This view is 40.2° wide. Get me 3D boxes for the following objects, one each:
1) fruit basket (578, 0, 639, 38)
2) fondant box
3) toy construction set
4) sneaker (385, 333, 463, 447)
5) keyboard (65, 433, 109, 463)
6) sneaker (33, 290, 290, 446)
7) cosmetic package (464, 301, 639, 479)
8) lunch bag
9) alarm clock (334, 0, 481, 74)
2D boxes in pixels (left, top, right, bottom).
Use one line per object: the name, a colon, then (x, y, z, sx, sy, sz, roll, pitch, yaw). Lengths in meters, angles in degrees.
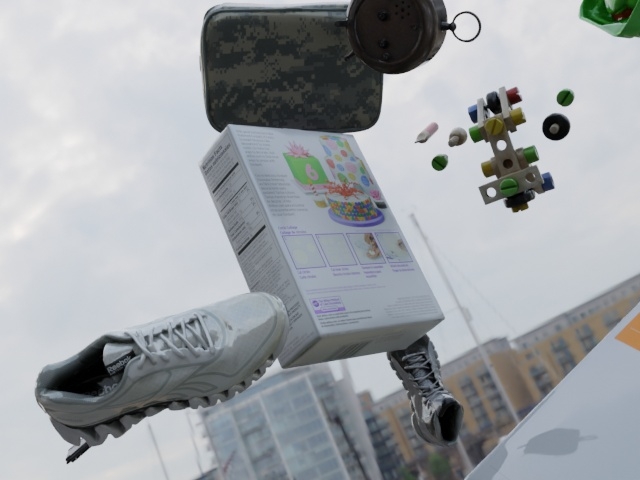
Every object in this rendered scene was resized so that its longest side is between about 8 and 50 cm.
fruit basket: (0.542, -0.534, 1.472, 0.392, 0.392, 0.283, -26, 22, 9)
fondant box: (0.000, 0.000, 1.214, 0.238, 0.330, 0.096, -2, -31, -42)
toy construction set: (0.345, -0.181, 1.799, 0.309, 0.257, 0.237, 8, 22, 20)
sneaker: (0.183, 0.233, 1.433, 0.086, 0.228, 0.132, -21, 2, -14)
keyboard: (-0.260, 0.240, 1.196, 0.192, 0.038, 0.100, -40, 6, -9)
sneaker: (-0.171, 0.131, 0.959, 0.292, 0.110, 0.118, -24, -31, -6)
cosmetic package: (0.449, 0.282, 1.230, 0.453, 0.230, 0.161, -41, -49, -16)
lunch bag: (-0.049, -0.292, 1.456, 0.305, 0.212, 0.256, -4, 19, -6)
alarm clock: (0.115, -0.283, 1.143, 0.192, 0.129, 0.064, 7, 22, 21)
